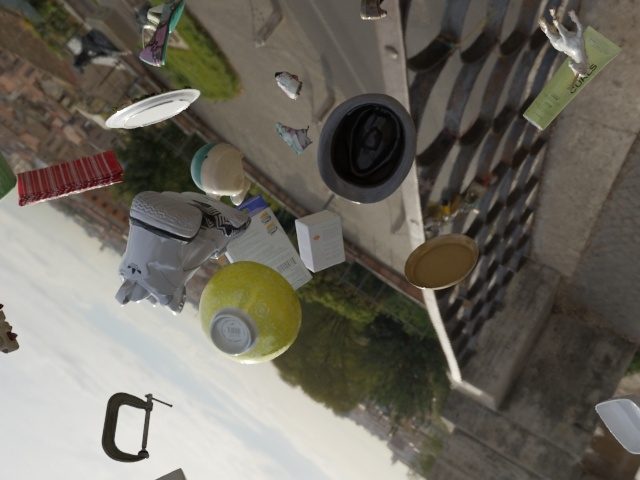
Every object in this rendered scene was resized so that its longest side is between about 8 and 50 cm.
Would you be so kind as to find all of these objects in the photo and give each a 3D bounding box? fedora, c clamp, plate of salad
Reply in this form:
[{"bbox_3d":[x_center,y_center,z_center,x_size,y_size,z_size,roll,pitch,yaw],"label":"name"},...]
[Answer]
[{"bbox_3d":[0.123,-0.240,1.505,0.244,0.275,0.124,16,-165,7],"label":"fedora"},{"bbox_3d":[-0.346,0.351,1.109,0.137,0.022,0.160,36,-151,-28],"label":"c clamp"},{"bbox_3d":[-0.342,-0.276,1.187,0.048,0.200,0.200,68,163,-4],"label":"plate of salad"}]

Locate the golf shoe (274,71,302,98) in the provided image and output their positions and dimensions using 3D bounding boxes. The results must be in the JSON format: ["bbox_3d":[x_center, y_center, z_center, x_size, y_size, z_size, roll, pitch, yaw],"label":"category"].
[{"bbox_3d":[-0.115,-0.546,2.052,0.086,0.067,0.186,14,-157,-22],"label":"golf shoe"}]

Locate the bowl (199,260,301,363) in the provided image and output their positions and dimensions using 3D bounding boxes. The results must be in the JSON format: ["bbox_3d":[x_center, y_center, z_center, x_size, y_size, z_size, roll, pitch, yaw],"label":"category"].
[{"bbox_3d":[-0.207,0.215,1.537,0.289,0.289,0.156,34,-156,2],"label":"bowl"}]

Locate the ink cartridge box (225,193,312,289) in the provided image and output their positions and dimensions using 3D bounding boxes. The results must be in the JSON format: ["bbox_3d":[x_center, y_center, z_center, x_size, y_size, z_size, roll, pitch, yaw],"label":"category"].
[{"bbox_3d":[-0.182,0.035,1.778,0.311,0.186,0.065,59,162,-8],"label":"ink cartridge box"}]

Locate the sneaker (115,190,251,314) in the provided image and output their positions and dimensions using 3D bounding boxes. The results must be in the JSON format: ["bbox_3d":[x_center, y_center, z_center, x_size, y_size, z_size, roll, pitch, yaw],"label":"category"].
[{"bbox_3d":[-0.272,0.019,1.161,0.137,0.210,0.366,25,-171,15],"label":"sneaker"}]

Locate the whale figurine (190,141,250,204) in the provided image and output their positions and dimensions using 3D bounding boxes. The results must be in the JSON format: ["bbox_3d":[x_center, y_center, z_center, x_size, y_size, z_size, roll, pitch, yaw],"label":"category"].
[{"bbox_3d":[-0.341,-0.226,2.003,0.141,0.216,0.272,20,168,25],"label":"whale figurine"}]

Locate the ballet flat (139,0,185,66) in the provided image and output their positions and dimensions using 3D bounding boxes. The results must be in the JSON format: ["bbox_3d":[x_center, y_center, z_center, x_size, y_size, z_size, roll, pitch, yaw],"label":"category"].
[{"bbox_3d":[-0.414,-0.548,1.506,0.079,0.221,0.077,15,158,-10],"label":"ballet flat"}]

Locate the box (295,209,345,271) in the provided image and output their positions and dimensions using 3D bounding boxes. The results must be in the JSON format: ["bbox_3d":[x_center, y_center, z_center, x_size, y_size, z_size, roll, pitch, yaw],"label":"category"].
[{"bbox_3d":[0.000,0.000,1.986,0.091,0.130,0.170,29,132,55],"label":"box"}]

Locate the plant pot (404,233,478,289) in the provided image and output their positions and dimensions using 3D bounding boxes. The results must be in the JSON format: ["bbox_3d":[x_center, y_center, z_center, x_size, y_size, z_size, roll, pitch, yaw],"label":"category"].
[{"bbox_3d":[0.374,0.070,1.799,0.236,0.236,0.032,19,148,50],"label":"plant pot"}]

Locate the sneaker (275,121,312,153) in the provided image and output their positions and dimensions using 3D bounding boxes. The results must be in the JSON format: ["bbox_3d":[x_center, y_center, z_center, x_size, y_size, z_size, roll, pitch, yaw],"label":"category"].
[{"bbox_3d":[-0.059,-0.266,1.437,0.098,0.069,0.038,50,171,6],"label":"sneaker"}]

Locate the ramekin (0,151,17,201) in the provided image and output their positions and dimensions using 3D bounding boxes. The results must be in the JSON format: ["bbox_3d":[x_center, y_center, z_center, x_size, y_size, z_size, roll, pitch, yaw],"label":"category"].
[{"bbox_3d":[-0.930,-0.140,1.473,0.303,0.303,0.148,19,141,50],"label":"ramekin"}]

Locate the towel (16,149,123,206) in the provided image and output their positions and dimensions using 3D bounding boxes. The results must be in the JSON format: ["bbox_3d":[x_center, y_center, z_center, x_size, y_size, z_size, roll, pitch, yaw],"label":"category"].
[{"bbox_3d":[-0.691,-0.180,1.611,0.199,0.275,0.031,-132,29,-52],"label":"towel"}]

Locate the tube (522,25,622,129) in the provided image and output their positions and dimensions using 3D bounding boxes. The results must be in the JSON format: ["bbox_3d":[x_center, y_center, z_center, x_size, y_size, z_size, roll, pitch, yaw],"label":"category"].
[{"bbox_3d":[0.571,-0.369,1.351,0.070,0.240,0.062,29,-161,-32],"label":"tube"}]

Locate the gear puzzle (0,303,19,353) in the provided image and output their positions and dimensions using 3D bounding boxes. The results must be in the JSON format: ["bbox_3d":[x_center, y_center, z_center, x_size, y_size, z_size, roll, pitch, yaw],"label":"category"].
[{"bbox_3d":[-0.856,0.135,1.374,0.044,0.175,0.339,-146,38,-68],"label":"gear puzzle"}]

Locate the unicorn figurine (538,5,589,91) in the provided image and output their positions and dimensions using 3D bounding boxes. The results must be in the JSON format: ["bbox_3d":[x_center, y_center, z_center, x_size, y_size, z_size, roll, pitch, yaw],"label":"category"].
[{"bbox_3d":[0.445,-0.358,1.054,0.060,0.162,0.111,-24,118,26],"label":"unicorn figurine"}]

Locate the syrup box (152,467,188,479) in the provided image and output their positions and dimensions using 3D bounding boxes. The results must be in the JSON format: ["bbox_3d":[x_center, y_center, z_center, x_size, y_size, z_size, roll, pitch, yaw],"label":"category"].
[{"bbox_3d":[-0.198,0.430,0.816,0.096,0.093,0.237,53,158,45],"label":"syrup box"}]

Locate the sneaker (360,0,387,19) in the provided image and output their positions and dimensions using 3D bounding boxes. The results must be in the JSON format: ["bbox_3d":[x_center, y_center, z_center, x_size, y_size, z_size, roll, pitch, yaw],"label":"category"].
[{"bbox_3d":[0.150,-0.661,1.527,0.071,0.188,0.066,7,171,10],"label":"sneaker"}]

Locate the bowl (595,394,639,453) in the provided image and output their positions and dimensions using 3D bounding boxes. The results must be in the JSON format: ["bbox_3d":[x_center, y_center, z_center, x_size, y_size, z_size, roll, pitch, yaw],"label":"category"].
[{"bbox_3d":[0.732,0.418,1.352,0.142,0.053,0.142,56,157,12],"label":"bowl"}]
